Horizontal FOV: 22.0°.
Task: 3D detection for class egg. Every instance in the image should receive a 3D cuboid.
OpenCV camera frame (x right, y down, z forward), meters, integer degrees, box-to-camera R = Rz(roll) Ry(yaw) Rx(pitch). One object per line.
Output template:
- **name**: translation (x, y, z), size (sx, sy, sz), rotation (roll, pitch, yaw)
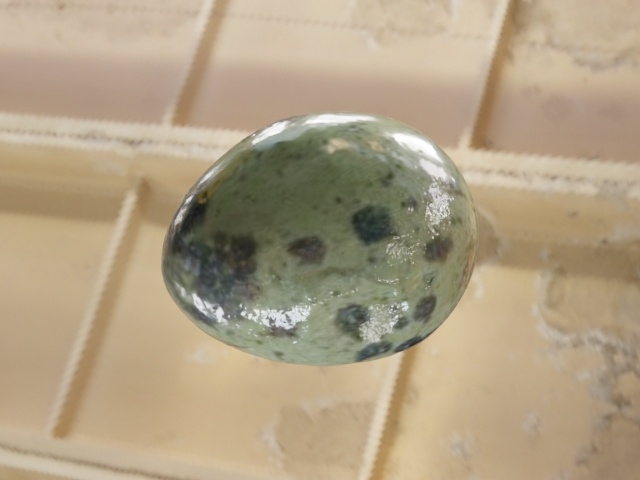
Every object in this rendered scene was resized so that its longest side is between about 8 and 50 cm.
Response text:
- **egg**: translation (0.000, 0.000, 0.900), size (0.182, 0.141, 0.141), rotation (-10, -133, -25)
